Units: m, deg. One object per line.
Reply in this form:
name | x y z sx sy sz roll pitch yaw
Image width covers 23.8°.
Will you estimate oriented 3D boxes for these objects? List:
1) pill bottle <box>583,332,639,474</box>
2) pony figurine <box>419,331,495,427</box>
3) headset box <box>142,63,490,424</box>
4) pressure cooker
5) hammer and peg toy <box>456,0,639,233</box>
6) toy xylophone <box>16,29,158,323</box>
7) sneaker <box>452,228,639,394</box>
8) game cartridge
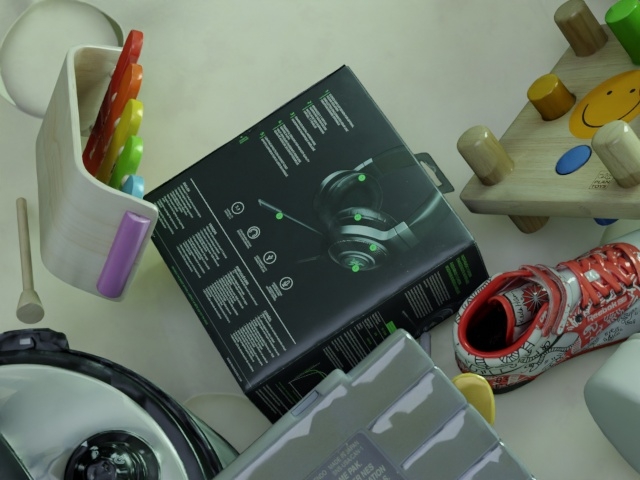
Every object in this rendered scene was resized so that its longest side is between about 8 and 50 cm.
pill bottle | 0.436 0.061 1.358 0.392 0.224 0.224 -43 71 -12
pony figurine | 0.102 0.263 1.352 0.302 0.363 0.351 -3 89 3
headset box | 0.000 0.000 1.511 0.283 0.131 0.246 -34 63 -1
pressure cooker | -0.235 0.280 1.332 0.369 0.420 0.376 11 76 9
hammer and peg toy | 0.307 -0.115 1.388 0.266 0.127 0.361 -52 28 -21
toy xylophone | -0.239 -0.060 1.530 0.081 0.236 0.323 13 41 -21
sneaker | 0.248 0.053 1.450 0.270 0.145 0.090 -30 68 4
game cartridge | -0.001 0.260 1.122 0.355 0.068 0.230 -41 89 -6
